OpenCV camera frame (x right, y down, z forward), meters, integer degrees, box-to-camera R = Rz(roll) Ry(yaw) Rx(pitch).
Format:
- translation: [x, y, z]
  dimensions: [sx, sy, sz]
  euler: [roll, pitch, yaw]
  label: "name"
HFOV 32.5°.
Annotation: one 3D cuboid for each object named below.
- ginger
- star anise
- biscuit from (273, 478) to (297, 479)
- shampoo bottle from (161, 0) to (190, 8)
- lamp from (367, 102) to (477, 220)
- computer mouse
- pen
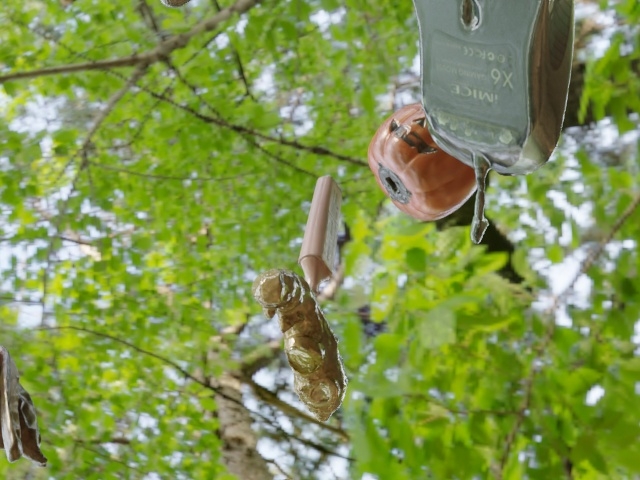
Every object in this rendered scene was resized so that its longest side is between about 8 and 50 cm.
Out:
- translation: [-0.018, 0.080, 0.941]
  dimensions: [0.069, 0.051, 0.173]
  euler: [-74, -34, -44]
  label: "ginger"
- translation: [-0.424, 0.150, 1.283]
  dimensions: [0.292, 0.349, 0.109]
  euler: [37, -99, -10]
  label: "star anise"
- translation: [-0.122, 0.368, 1.515]
  dimensions: [0.260, 0.203, 0.041]
  euler: [3, -121, -62]
  label: "biscuit"
- translation: [-0.199, -0.385, 1.406]
  dimensions: [0.080, 0.040, 0.165]
  euler: [-40, -50, -23]
  label: "shampoo bottle"
- translation: [0.175, -0.131, 1.759]
  dimensions: [0.164, 0.187, 0.188]
  euler: [-37, -69, -20]
  label: "lamp"
- translation: [0.161, -0.171, 1.010]
  dimensions: [0.090, 0.167, 0.379]
  euler: [-26, -53, -37]
  label: "computer mouse"
- translation: [0.000, 0.000, 1.369]
  dimensions: [0.053, 0.032, 0.197]
  euler: [57, -149, -40]
  label: "pen"
